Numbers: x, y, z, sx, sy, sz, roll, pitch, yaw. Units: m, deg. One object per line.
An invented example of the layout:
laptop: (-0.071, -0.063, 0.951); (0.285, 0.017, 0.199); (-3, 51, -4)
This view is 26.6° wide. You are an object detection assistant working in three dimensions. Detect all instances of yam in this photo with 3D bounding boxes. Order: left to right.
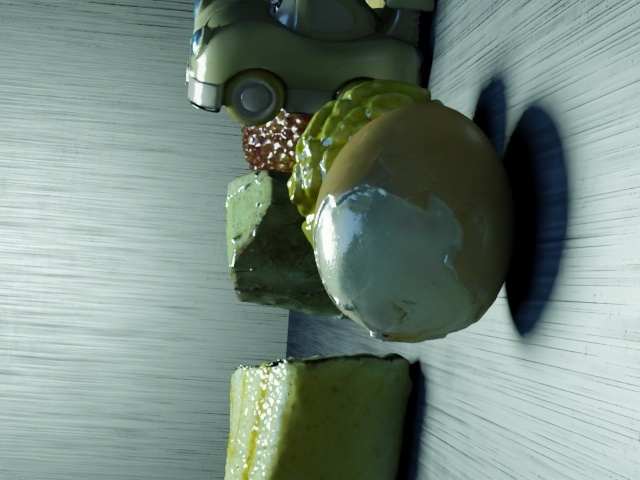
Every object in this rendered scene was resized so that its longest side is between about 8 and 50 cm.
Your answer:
yam: (0.001, -0.002, 1.899); (0.202, 0.271, 0.201); (-102, 17, -57)

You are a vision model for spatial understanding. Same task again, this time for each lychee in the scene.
lychee: (-0.020, -0.196, 2.373); (0.271, 0.236, 0.236); (-32, 43, 36)

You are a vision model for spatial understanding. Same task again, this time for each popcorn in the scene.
popcorn: (0.076, -0.063, 1.572); (0.251, 0.206, 0.237); (14, -117, -79)

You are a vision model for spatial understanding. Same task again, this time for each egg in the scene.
egg: (0.095, -0.025, 1.339); (0.201, 0.201, 0.244); (104, 180, -59)

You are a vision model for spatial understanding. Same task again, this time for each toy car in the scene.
toy car: (-0.019, -0.296, 1.955); (0.242, 0.336, 0.226); (-98, 16, -65)

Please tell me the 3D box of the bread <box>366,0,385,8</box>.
bread: (0.111, -0.462, 2.190); (0.316, 0.054, 0.316); (-176, 90, -83)

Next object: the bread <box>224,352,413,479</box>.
bread: (-0.006, 0.297, 1.922); (0.395, 0.239, 0.264); (141, 130, -78)
